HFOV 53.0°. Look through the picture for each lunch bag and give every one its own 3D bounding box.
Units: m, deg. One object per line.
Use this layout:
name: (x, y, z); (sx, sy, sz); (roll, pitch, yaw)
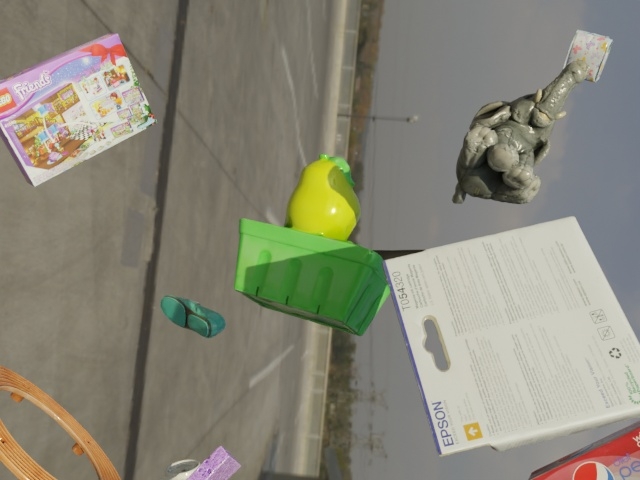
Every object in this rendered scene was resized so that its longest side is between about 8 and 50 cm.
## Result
lunch bag: (0.511, -0.353, 1.226); (0.053, 0.071, 0.083); (-37, 142, -52)

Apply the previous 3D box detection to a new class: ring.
ring: (-0.422, 0.313, 0.978); (0.032, 0.336, 0.336); (-45, 170, -10)

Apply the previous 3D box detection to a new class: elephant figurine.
elephant figurine: (0.348, -0.187, 1.131); (0.239, 0.185, 0.169); (-56, 142, -25)

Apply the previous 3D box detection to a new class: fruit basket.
fruit basket: (0.000, 0.000, 1.521); (0.283, 0.391, 0.393); (47, 45, -62)

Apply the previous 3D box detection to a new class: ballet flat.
ballet flat: (-0.360, 0.216, 1.842); (0.087, 0.247, 0.083); (-8, 110, -46)

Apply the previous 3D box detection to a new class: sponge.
sponge: (-0.234, 0.459, 1.137); (0.210, 0.031, 0.117); (-43, 158, -18)

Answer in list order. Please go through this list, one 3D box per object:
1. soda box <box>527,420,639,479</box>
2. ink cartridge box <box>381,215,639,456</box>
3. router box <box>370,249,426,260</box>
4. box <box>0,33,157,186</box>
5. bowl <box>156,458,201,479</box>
soda box: (0.459, 0.348, 0.992); (0.084, 0.263, 0.092); (62, 14, 20)
ink cartridge box: (0.292, 0.141, 0.982); (0.071, 0.329, 0.324); (75, 2, -58)
router box: (0.205, 0.089, 1.857); (0.243, 0.308, 0.081); (63, 27, -75)
box: (-0.502, -0.268, 1.297); (0.293, 0.057, 0.201); (-35, 124, -27)
bowl: (-0.290, 0.522, 1.374); (0.170, 0.170, 0.080); (-66, 150, -85)
